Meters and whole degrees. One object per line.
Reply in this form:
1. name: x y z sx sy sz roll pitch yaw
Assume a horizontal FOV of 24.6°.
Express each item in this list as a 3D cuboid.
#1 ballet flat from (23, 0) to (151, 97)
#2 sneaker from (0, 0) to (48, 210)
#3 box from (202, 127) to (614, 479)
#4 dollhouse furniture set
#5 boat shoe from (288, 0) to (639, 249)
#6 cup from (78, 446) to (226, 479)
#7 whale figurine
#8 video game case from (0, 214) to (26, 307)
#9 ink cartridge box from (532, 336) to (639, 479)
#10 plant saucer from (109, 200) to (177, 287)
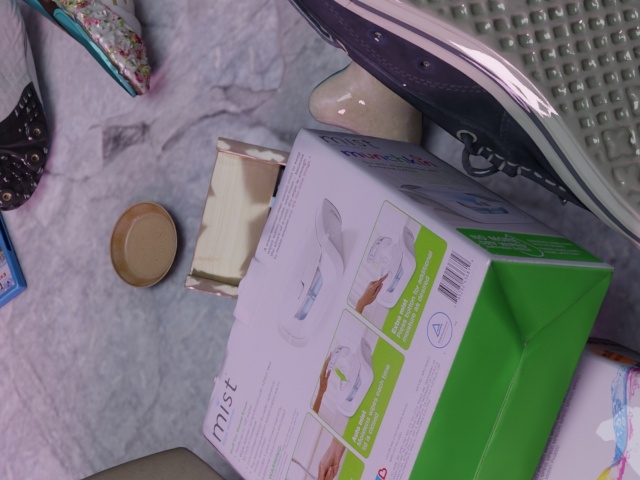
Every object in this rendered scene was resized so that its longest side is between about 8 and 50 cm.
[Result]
1. ballet flat: -0.233 -0.234 1.446 0.077 0.091 0.241 -45 64 -7
2. sneaker: -0.330 -0.146 1.506 0.086 0.085 0.237 162 101 -72
3. box: 0.048 0.084 1.051 0.231 0.127 0.262 37 115 48
4. dollhouse furniture set: 0.000 0.000 1.251 0.184 0.129 0.129 13 90 10
5. boat shoe: 0.161 -0.132 1.042 0.500 0.156 0.187 33 81 -7
6. cup: -0.134 0.310 1.195 0.331 0.331 0.237 35 75 32
7. whale figurine: 0.095 -0.196 1.200 0.216 0.141 0.272 27 123 -6
8. video game case: -0.377 0.007 1.543 0.119 0.015 0.166 -34 66 24
9. ink cartridge box: 0.235 0.156 1.054 0.176 0.128 0.127 23 97 33
10. plant saucer: -0.166 0.005 1.405 0.083 0.015 0.083 -5 82 33
